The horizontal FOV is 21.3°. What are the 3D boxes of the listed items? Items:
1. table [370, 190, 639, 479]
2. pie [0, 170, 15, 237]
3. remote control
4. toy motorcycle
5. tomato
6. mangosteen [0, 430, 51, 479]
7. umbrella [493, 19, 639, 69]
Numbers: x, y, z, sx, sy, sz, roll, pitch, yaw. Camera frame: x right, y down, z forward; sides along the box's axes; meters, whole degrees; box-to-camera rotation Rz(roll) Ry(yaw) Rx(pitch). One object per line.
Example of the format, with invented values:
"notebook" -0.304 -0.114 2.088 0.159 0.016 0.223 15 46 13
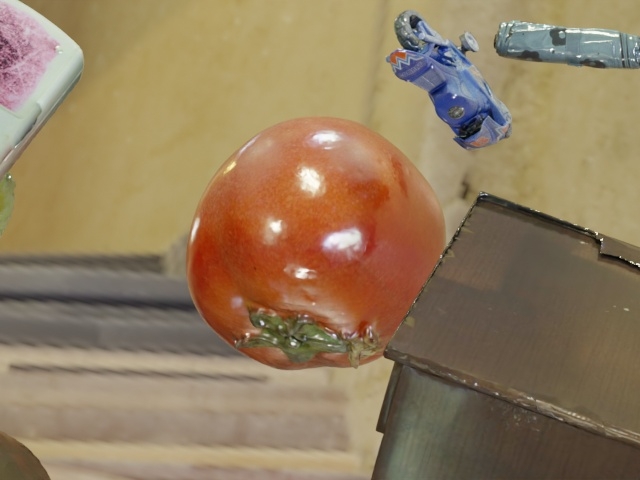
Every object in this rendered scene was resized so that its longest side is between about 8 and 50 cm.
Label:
"table" 0.139 0.163 1.202 0.250 0.196 0.282 -55 -19 -58
"pie" -0.502 -0.033 2.031 0.078 0.277 0.277 46 116 41
"remote control" -0.334 -0.061 1.355 0.344 0.145 0.050 -55 -6 -25
"toy motorcycle" 0.150 -0.170 1.914 0.076 0.205 0.114 -32 30 29
"tomato" 0.000 0.000 2.084 0.321 0.321 0.321 -40 41 47
"mangosteen" -0.203 0.179 1.005 0.152 0.152 0.152 -40 41 47
"umbrella" 0.346 -0.246 2.164 0.052 0.250 0.053 -46 -40 -70
